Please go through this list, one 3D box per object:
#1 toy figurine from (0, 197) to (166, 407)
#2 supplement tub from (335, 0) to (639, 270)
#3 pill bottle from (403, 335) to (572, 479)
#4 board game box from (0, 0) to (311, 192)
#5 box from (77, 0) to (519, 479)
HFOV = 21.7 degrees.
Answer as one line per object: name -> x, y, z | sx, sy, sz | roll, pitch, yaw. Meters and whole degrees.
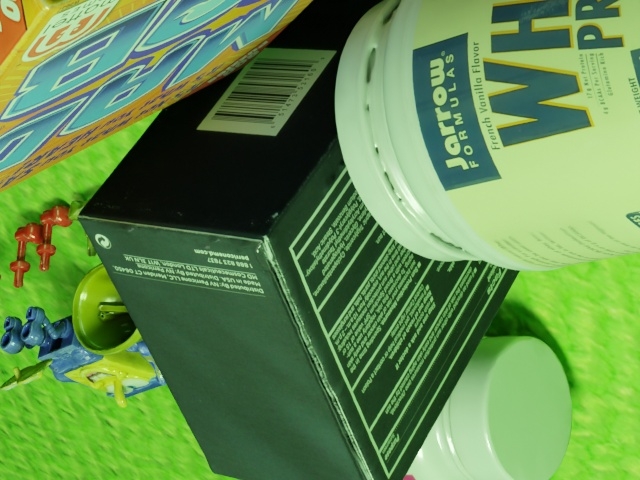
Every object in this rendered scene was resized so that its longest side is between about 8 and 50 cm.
toy figurine -> -0.213, 0.084, 1.774 | 0.217, 0.191, 0.362 | 21, 149, -38
supplement tub -> 0.191, -0.106, 1.092 | 0.325, 0.235, 0.235 | -13, 124, 46
pill bottle -> 0.080, 0.159, 1.556 | 0.283, 0.160, 0.160 | -6, 129, 43
board game box -> -0.187, -0.267, 1.028 | 0.356, 0.356, 0.356 | 56, 144, 2
box -> 0.000, 0.000, 1.317 | 0.183, 0.296, 0.294 | 7, 136, 33
